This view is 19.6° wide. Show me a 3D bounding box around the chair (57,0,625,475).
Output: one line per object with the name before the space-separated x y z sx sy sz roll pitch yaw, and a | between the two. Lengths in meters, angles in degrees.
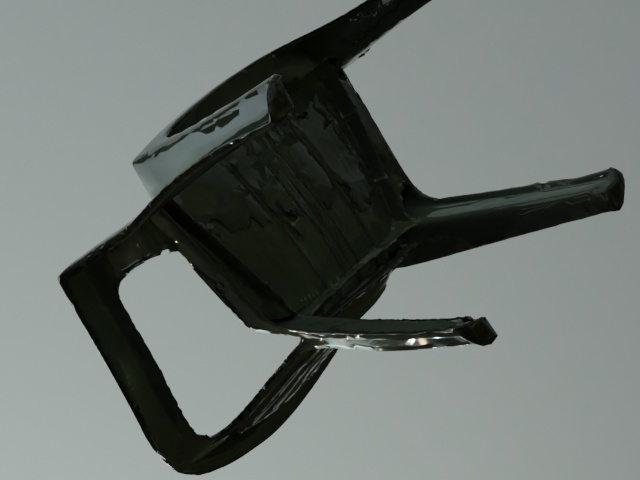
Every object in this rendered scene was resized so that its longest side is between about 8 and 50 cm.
chair | 0.000 0.000 0.946 0.203 0.190 0.274 -40 11 -37
